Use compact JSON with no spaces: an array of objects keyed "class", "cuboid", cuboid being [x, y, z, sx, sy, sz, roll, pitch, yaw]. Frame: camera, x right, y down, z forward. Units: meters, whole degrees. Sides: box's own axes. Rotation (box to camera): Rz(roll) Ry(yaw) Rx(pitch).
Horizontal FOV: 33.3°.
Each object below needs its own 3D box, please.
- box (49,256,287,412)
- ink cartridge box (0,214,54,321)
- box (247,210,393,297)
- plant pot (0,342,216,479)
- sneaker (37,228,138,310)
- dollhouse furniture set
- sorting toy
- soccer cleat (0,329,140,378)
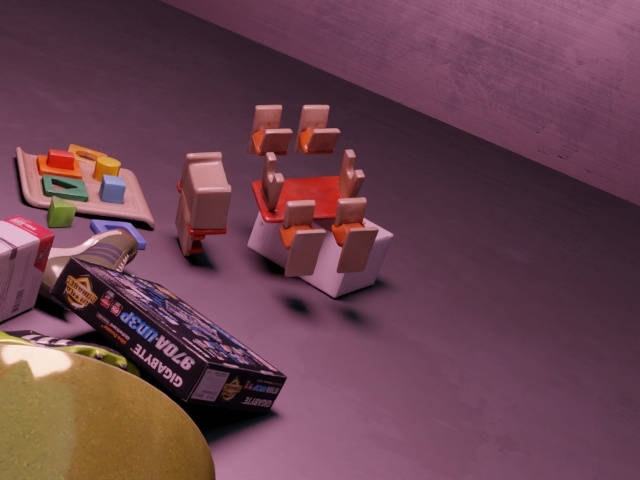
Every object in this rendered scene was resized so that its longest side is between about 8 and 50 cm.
[{"class":"box","cuboid":[-0.164,0.105,1.175,0.220,0.051,0.175,33,3,28]},{"class":"ink cartridge box","cuboid":[-0.357,0.038,1.155,0.056,0.099,0.135,26,19,13]},{"class":"box","cuboid":[0.000,0.000,1.635,0.170,0.091,0.130,30,21,24]},{"class":"plant pot","cuboid":[-0.186,0.255,0.577,0.274,0.275,0.294,14,36,-20]},{"class":"sneaker","cuboid":[-0.270,0.043,1.300,0.086,0.064,0.192,37,24,19]},{"class":"dollhouse furniture set","cuboid":[-0.069,-0.057,1.531,0.259,0.135,0.262,-3,48,-19]},{"class":"sorting toy","cuboid":[-0.346,-0.091,1.583,0.196,0.047,0.348,12,21,-25]},{"class":"soccer cleat","cuboid":[-0.272,0.120,1.095,0.178,0.060,0.072,13,13,-19]}]
